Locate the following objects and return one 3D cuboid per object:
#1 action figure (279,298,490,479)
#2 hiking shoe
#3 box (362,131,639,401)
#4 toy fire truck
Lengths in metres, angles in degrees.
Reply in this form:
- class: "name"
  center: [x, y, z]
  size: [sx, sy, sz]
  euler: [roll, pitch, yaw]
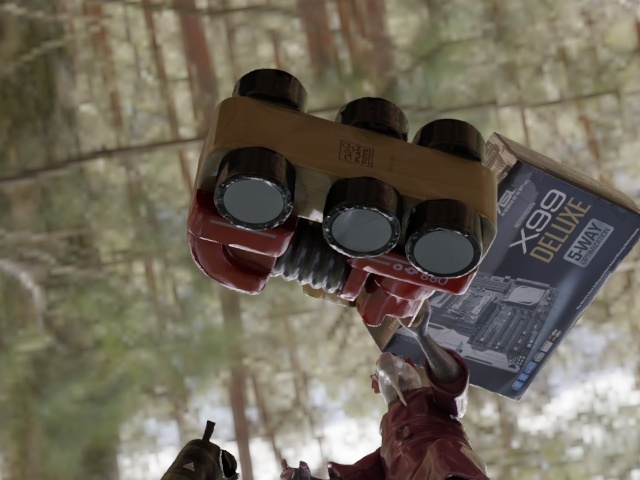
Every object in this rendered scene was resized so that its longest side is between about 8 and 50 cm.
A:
- class: "action figure"
  center: [0.127, 0.235, 1.722]
  size: [0.275, 0.370, 0.248]
  euler: [32, 113, -21]
- class: "hiking shoe"
  center: [-0.114, 0.274, 1.676]
  size: [0.086, 0.114, 0.227]
  euler: [24, 151, 13]
- class: "box"
  center: [0.236, 0.039, 2.081]
  size: [0.242, 0.076, 0.307]
  euler: [22, 112, -33]
- class: "toy fire truck"
  center: [0.000, 0.000, 1.265]
  size: [0.217, 0.158, 0.246]
  euler: [14, 134, -8]
